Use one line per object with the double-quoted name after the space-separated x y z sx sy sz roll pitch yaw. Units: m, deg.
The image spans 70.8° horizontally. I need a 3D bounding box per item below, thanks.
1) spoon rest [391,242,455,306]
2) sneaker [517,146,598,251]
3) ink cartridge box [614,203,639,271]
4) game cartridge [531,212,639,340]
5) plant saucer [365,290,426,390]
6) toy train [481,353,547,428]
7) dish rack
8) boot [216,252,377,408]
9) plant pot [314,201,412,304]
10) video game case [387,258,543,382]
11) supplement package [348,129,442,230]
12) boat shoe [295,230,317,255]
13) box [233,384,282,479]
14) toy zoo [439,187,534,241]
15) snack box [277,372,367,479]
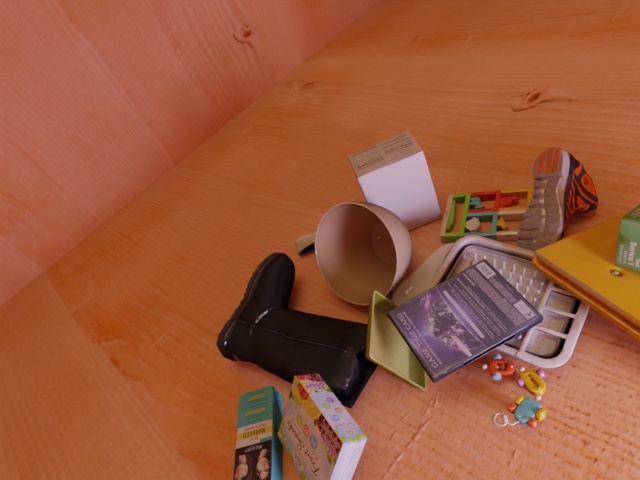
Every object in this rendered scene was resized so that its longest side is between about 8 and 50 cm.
0.300 0.094 1.208 0.276 0.084 0.137 -38 22 -15 "spoon rest"
0.631 -0.068 1.168 0.124 0.179 0.322 11 85 63 "sneaker"
0.767 0.003 0.866 0.201 0.117 0.278 -27 31 -28 "ink cartridge box"
0.688 0.061 0.975 0.323 0.053 0.285 -18 37 -18 "game cartridge"
0.173 0.242 1.075 0.045 0.188 0.188 -36 29 36 "plant saucer"
0.404 0.318 0.938 0.125 0.046 0.166 -9 39 25 "toy train"
0.435 0.139 1.063 0.332 0.072 0.286 20 59 32 "dish rack"
-0.028 0.212 1.233 0.444 0.146 0.367 5 57 39 "boot"
0.151 0.021 1.281 0.284 0.285 0.190 14 20 41 "plant pot"
0.317 0.171 1.013 0.274 0.026 0.196 -28 46 -5 "video game case"
0.234 -0.166 1.403 0.203 0.262 0.145 -23 39 7 "supplement package"
0.000 0.000 1.527 0.184 0.066 0.063 -18 53 9 "boat shoe"
-0.147 0.480 1.078 0.100 0.060 0.244 -20 39 11 "box"
0.512 -0.075 1.320 0.293 0.030 0.192 -2 45 29 "toy zoo"
-0.005 0.423 0.971 0.070 0.175 0.207 4 23 -33 "snack box"
